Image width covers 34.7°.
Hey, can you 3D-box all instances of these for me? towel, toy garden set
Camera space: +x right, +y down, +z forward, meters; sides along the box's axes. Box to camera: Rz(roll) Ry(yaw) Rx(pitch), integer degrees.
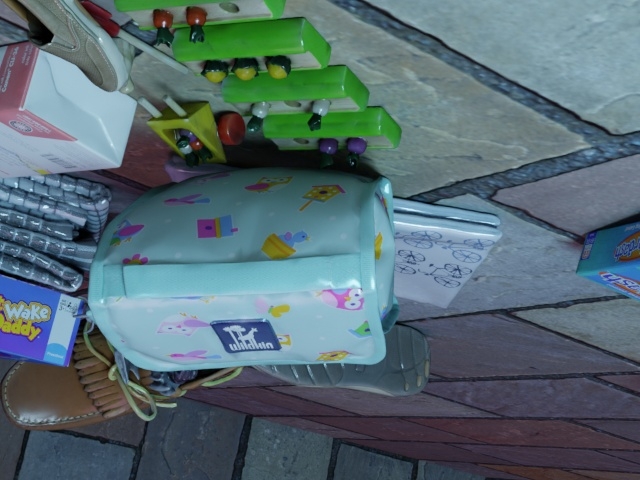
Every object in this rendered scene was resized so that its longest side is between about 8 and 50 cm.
[{"bbox_3d":[-0.396,-0.013,1.182,0.284,0.121,0.235,16,164,-16],"label":"towel"},{"bbox_3d":[-0.080,-0.111,0.769,0.204,0.049,0.244,2,161,29],"label":"toy garden set"}]

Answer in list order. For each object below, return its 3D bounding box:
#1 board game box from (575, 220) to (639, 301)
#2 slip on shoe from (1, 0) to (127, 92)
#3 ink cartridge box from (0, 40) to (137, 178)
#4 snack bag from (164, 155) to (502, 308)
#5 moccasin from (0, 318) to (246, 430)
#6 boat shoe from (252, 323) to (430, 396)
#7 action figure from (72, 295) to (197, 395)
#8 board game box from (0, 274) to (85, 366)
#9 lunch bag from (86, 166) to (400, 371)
[{"bbox_3d":[0.348,0.030,0.898,0.160,0.047,0.210,22,168,-11],"label":"board game box"},{"bbox_3d":[-0.176,-0.141,0.683,0.051,0.041,0.135,23,157,29],"label":"slip on shoe"},{"bbox_3d":[-0.272,-0.106,0.881,0.198,0.067,0.115,-2,159,34],"label":"ink cartridge box"},{"bbox_3d":[0.000,0.000,1.118,0.343,0.037,0.323,11,164,-1],"label":"snack bag"},{"bbox_3d":[-0.194,0.138,1.219,0.380,0.139,0.147,-12,175,-3],"label":"moccasin"},{"bbox_3d":[-0.009,0.160,1.498,0.355,0.132,0.130,21,161,-26],"label":"boat shoe"},{"bbox_3d":[-0.130,0.069,1.111,0.285,0.185,0.099,-4,-169,4],"label":"action figure"},{"bbox_3d":[-0.465,0.073,1.184,0.233,0.078,0.347,23,163,-39],"label":"board game box"},{"bbox_3d":[-0.050,0.022,0.843,0.224,0.160,0.262,-2,-173,7],"label":"lunch bag"}]
